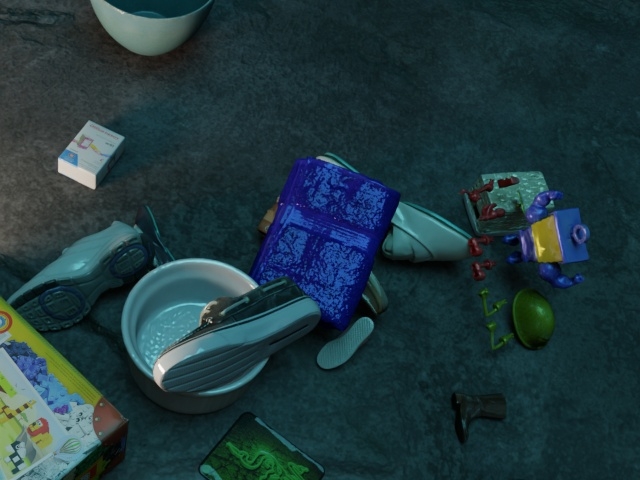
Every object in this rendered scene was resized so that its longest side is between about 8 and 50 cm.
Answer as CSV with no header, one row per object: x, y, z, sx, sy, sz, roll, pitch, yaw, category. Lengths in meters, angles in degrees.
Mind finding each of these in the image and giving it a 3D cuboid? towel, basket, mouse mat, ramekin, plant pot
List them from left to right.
-0.383,-0.531,2.183,0.290,0.195,0.290,7,55,-10,plant pot
-0.228,0.183,1.783,0.277,0.135,0.277,7,55,-10,ramekin
-0.104,0.412,1.741,0.189,0.007,0.153,35,56,9,mouse mat
0.000,0.000,1.869,0.227,0.076,0.308,19,75,13,towel
0.419,-0.084,2.146,0.167,0.103,0.113,-4,59,-18,basket

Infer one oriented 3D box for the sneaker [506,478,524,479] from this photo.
0.285,0.519,1.731,0.228,0.086,0.132,-17,67,-12,sneaker

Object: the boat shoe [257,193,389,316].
0.002,0.046,1.956,0.116,0.123,0.324,-43,71,-10,boat shoe

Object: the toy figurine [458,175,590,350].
0.439,0.031,1.924,0.191,0.217,0.363,-4,81,-37,toy figurine

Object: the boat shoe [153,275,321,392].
-0.157,0.158,1.678,0.335,0.121,0.119,-20,55,-37,boat shoe

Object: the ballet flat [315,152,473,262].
0.131,-0.036,2.042,0.400,0.139,0.139,32,55,13,ballet flat

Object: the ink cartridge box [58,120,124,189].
-0.474,-0.179,2.012,0.088,0.052,0.122,25,53,4,ink cartridge box

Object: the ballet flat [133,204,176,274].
-0.334,0.018,1.908,0.074,0.074,0.203,-20,66,-25,ballet flat

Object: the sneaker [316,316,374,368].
0.052,0.203,1.900,0.134,0.070,0.051,-41,82,-2,sneaker

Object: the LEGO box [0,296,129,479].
-0.622,0.281,1.580,0.500,0.193,0.372,40,57,13,LEGO box

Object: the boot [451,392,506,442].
0.317,0.343,1.879,0.114,0.037,0.107,6,58,-16,boot

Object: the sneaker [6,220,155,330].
-0.460,0.066,1.834,0.297,0.111,0.129,-30,38,-19,sneaker
